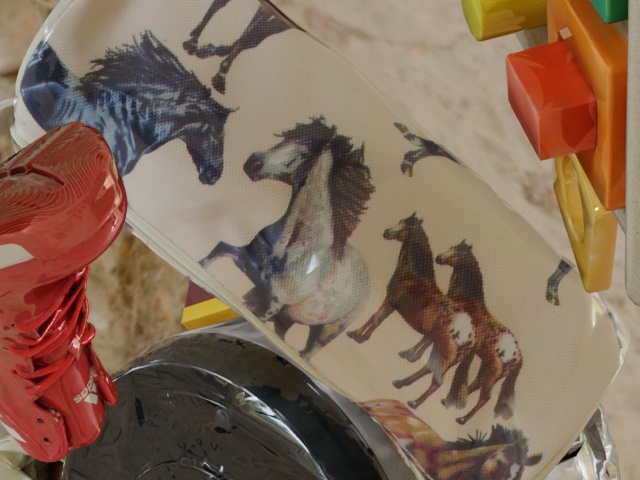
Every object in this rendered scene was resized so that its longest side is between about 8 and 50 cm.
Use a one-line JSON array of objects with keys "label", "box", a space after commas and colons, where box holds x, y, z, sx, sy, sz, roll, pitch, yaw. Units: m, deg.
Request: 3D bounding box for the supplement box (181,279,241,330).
[{"label": "supplement box", "box": [-0.027, 0.020, 1.418, 0.129, 0.191, 0.194, 45, 39, -39]}]

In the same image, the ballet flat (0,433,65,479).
[{"label": "ballet flat", "box": [-0.297, 0.278, 1.399, 0.342, 0.116, 0.124, 21, -9, 41]}]

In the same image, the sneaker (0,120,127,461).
[{"label": "sneaker", "box": [-0.112, 0.029, 0.562, 0.087, 0.221, 0.128, -43, 107, -24]}]

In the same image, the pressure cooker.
[{"label": "pressure cooker", "box": [0.039, 0.215, 1.100, 0.420, 0.375, 0.370, -12, 96, -48]}]

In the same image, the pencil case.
[{"label": "pencil case", "box": [0.000, 0.000, 0.779, 0.410, 0.183, 0.160, 41, -6, 1]}]

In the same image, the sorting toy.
[{"label": "sorting toy", "box": [0.075, -0.099, 0.437, 0.047, 0.348, 0.196, -11, 43, 1]}]
